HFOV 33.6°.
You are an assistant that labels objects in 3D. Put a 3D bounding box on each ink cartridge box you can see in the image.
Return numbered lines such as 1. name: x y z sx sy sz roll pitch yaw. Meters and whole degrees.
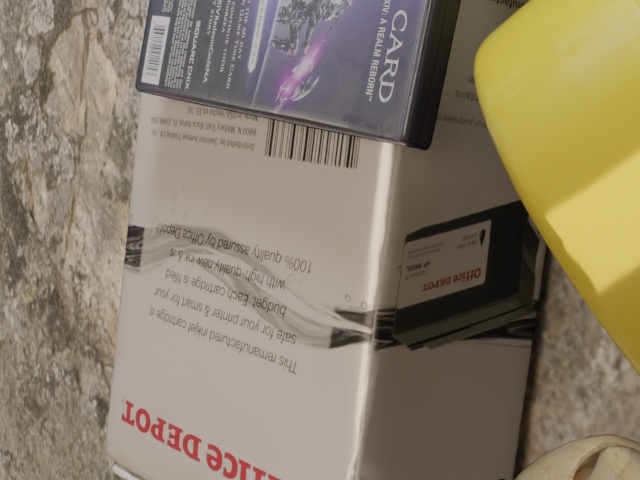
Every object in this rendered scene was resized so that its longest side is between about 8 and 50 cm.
1. ink cartridge box: 0.000 0.000 0.748 0.285 0.166 0.395 14 98 49

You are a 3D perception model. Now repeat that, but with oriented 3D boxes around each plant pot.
1. plant pot: 0.233 -0.054 0.435 0.239 0.254 0.254 -37 61 26

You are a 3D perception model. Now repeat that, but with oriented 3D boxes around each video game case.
1. video game case: -0.018 -0.170 0.634 0.274 0.026 0.196 18 99 47

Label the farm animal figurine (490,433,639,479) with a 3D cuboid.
1. farm animal figurine: 0.167 0.177 0.315 0.327 0.172 0.330 45 100 13
